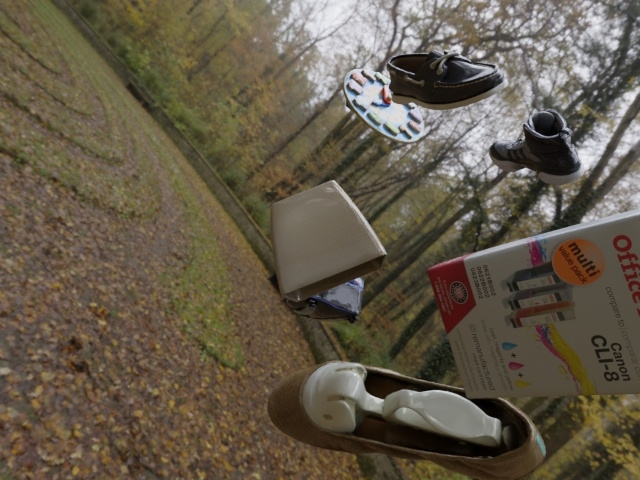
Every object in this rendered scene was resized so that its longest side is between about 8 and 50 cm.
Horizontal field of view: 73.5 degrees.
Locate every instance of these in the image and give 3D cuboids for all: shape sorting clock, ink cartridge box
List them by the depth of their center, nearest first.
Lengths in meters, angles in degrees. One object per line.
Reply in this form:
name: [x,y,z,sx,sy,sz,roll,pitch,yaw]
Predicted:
ink cartridge box: [0.216,0.055,0.380,0.127,0.176,0.128,-8,80,-47]
shape sorting clock: [0.139,-0.290,0.912,0.206,0.206,0.040,49,-42,11]

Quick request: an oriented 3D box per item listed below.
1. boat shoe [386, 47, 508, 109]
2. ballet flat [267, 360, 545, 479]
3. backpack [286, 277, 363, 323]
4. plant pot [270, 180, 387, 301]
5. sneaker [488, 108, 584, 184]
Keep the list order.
boat shoe: [0.092,-0.130,0.335,0.038,0.046,0.125,67,-9,-27]
ballet flat: [0.085,0.204,0.513,0.342,0.116,0.124,8,-34,19]
backpack: [0.005,0.140,1.078,0.158,0.117,0.173,25,-25,-23]
plant pot: [0.000,0.000,0.465,0.109,0.109,0.096,65,2,-77]
sneaker: [0.505,-0.240,1.031,0.153,0.101,0.268,63,-8,-32]
